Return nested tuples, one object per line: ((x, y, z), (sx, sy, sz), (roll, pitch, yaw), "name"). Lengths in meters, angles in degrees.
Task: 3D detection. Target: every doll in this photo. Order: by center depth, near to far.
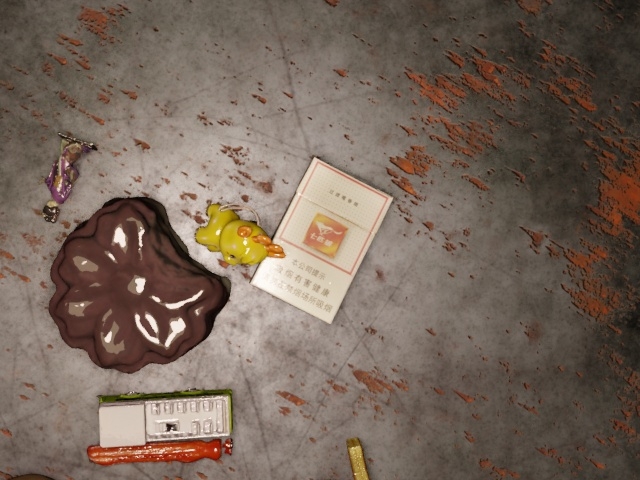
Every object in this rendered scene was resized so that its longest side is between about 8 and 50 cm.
((-0.173, -0.007, 1.814), (0.143, 0.221, 0.135), (41, 69, -42), "doll")

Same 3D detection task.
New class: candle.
((-0.365, 0.485, 1.867), (0.329, 0.048, 0.051), (-1, 75, -6), "candle")

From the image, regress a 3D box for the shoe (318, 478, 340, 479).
((0.053, 0.598, 1.905), (0.143, 0.064, 0.071), (7, 86, -4), "shoe")

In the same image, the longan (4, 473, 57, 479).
((-0.622, 0.645, 1.723), (0.297, 0.297, 0.297), (0, 88, -7), "longan")

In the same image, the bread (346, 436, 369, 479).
((0.086, 0.514, 1.897), (0.035, 0.090, 0.094), (-13, 90, -2), "bread")

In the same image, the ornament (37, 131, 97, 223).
((-0.588, -0.142, 1.839), (0.081, 0.088, 0.203), (26, 87, -4), "ornament")

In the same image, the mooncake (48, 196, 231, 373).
((-0.407, 0.107, 1.800), (0.381, 0.212, 0.351), (38, 91, -2), "mooncake")

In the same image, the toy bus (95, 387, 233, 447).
((-0.345, 0.392, 1.823), (0.301, 0.139, 0.113), (-2, 91, -9), "toy bus")

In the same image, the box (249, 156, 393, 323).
((-0.001, 0.000, 1.903), (0.210, 0.095, 0.330), (27, 84, -6), "box")
